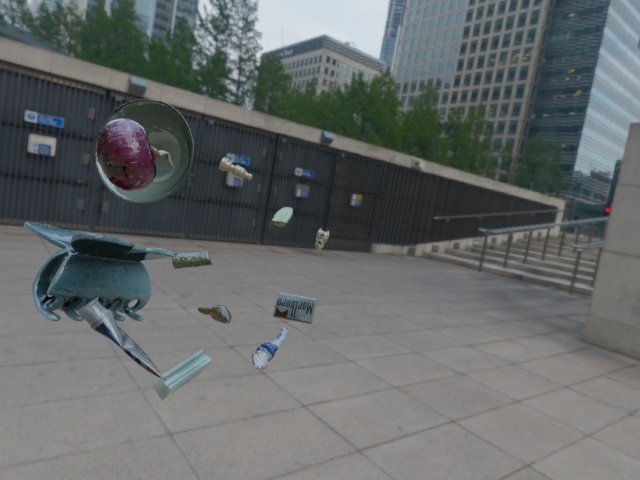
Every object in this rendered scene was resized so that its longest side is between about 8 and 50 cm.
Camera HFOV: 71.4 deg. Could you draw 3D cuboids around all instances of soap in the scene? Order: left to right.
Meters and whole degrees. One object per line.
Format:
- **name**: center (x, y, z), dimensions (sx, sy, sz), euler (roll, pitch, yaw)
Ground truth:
- **soap**: center (-0.512, 0.496, 1.650), dimensions (0.066, 0.119, 0.198), euler (48, 38, 11)

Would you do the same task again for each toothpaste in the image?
- **toothpaste**: center (-0.485, 0.256, 1.110), dimensions (0.266, 0.061, 0.096), euler (52, -24, -16)

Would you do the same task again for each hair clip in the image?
- **hair clip**: center (-0.636, 0.100, 1.275), dimensions (0.393, 0.238, 0.318), euler (7, -5, 34)

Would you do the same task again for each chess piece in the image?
- **chess piece**: center (-0.227, -0.190, 1.207), dimensions (0.092, 0.035, 0.035), euler (26, 5, 0)

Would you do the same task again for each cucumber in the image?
- **cucumber**: center (-0.136, -0.087, 1.676), dimensions (0.067, 0.035, 0.107), euler (6, 37, 18)

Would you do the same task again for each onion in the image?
- **onion**: center (-0.471, -0.210, 1.097), dimensions (0.177, 0.153, 0.177), euler (43, -18, 18)

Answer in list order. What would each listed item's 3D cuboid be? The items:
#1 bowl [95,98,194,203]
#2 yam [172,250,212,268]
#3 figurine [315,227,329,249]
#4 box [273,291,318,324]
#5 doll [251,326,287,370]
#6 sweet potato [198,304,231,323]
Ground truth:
- **bowl**: center (-0.551, -0.280, 1.481), dimensions (0.338, 0.336, 0.157), euler (10, 0, 8)
- **yam**: center (-0.591, 0.089, 2.048), dimensions (0.180, 0.078, 0.078), euler (-4, 9, -16)
- **figurine**: center (0.000, 0.000, 1.597), dimensions (0.047, 0.083, 0.050), euler (19, 29, 7)
- **box**: center (-0.110, 0.298, 1.967), dimensions (0.178, 0.115, 0.036), euler (9, -25, 9)
- **doll**: center (-0.160, 0.330, 1.350), dimensions (0.057, 0.114, 0.227), euler (53, 12, -4)
- **sweet potato**: center (-0.461, 0.323, 1.990), dimensions (0.075, 0.074, 0.270), euler (4, 1, -44)
